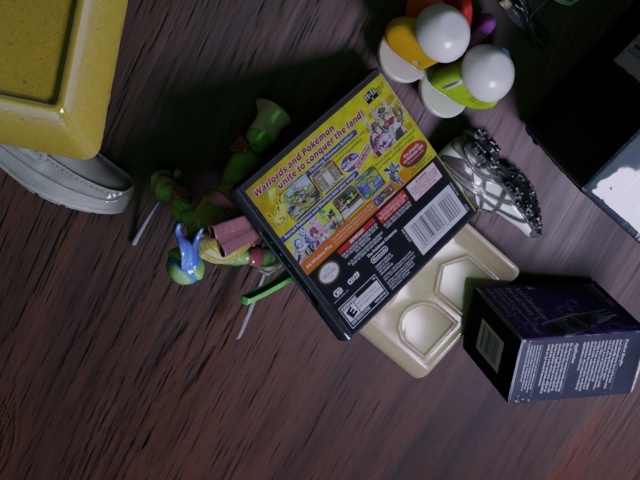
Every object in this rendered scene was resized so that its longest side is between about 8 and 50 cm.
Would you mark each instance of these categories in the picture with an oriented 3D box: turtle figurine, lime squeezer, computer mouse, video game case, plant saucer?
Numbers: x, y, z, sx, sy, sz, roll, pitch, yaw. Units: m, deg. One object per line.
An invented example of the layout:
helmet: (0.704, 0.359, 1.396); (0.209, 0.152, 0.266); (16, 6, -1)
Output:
turtle figurine: (-0.124, -0.048, 1.651); (0.198, 0.274, 0.266); (38, 79, 18)
lime squeezer: (0.000, 0.000, 1.638); (0.059, 0.110, 0.310); (35, 65, 10)
computer mouse: (0.332, -0.352, 1.607); (0.193, 0.042, 0.106); (-41, 105, 17)
video game case: (0.050, -0.050, 1.589); (0.275, 0.035, 0.248); (-43, 106, -25)
plant saucer: (-0.410, -0.291, 1.491); (0.333, 0.081, 0.333); (11, 91, -10)

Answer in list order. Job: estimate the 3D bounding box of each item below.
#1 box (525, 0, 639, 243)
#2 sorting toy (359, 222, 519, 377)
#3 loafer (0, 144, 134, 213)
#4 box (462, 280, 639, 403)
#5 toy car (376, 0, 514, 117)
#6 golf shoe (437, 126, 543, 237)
box: (0.621, -0.141, 1.584); (0.472, 0.297, 0.480); (38, 104, -19)
sorting toy: (0.103, 0.028, 1.744); (0.307, 0.041, 0.229); (40, 101, -11)
loafer: (-0.383, -0.141, 1.591); (0.319, 0.112, 0.111); (29, 115, -14)
box: (0.332, 0.141, 1.717); (0.207, 0.153, 0.108); (-3, 118, -21)
toy car: (0.176, -0.256, 1.591); (0.182, 0.159, 0.136); (38, 68, -17)
golf shoe: (0.238, -0.071, 1.703); (0.094, 0.077, 0.198); (-29, 114, 31)
